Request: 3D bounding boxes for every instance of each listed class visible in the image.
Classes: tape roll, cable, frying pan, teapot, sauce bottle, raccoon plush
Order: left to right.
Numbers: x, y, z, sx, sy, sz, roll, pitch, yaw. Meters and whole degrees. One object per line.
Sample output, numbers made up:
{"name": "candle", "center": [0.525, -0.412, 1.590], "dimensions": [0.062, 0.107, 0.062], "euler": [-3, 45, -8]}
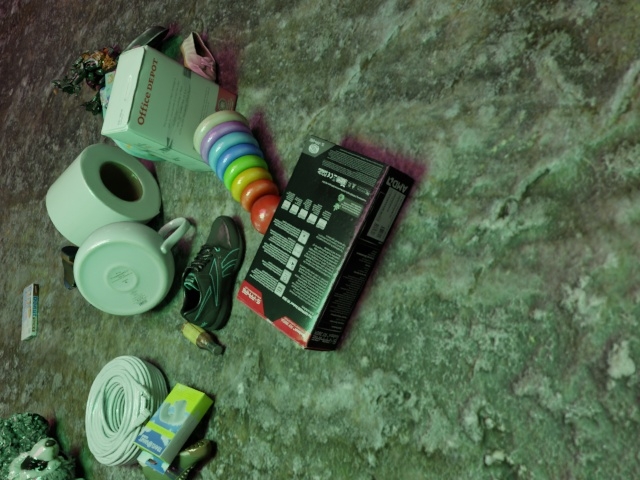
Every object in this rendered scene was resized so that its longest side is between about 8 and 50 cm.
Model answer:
{"name": "raccoon plush", "center": [-0.773, 0.676, 1.654], "dimensions": [0.299, 0.216, 0.447], "euler": [36, 131, 28]}
{"name": "tape roll", "center": [-0.573, -0.111, 1.629], "dimensions": [0.169, 0.246, 0.246], "euler": [-35, 56, 27]}
{"name": "cable", "center": [-0.472, 0.407, 1.479], "dimensions": [0.257, 0.089, 0.257], "euler": [-57, 45, 14]}
{"name": "frying pan", "center": [-0.557, -0.518, 1.762], "dimensions": [0.197, 0.053, 0.326], "euler": [-20, 26, 54]}
{"name": "teapot", "center": [-0.476, 0.047, 1.531], "dimensions": [0.187, 0.255, 0.253], "euler": [-102, 26, -62]}
{"name": "sauce bottle", "center": [-0.270, 0.225, 1.395], "dimensions": [0.128, 0.042, 0.042], "euler": [28, 95, 44]}

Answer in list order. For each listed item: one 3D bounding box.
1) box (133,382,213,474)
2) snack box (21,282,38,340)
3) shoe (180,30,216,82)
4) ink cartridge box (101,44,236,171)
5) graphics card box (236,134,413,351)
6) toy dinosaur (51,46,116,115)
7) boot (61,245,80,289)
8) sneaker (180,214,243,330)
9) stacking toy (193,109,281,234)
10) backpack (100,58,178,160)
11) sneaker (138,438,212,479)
{"name": "box", "center": [-0.325, 0.404, 1.332], "dimensions": [0.109, 0.042, 0.178], "euler": [5, 49, 43]}
{"name": "snack box", "center": [-0.947, 0.233, 1.998], "dimensions": [0.064, 0.022, 0.178], "euler": [-27, 60, 34]}
{"name": "shoe", "center": [-0.326, -0.487, 1.645], "dimensions": [0.058, 0.076, 0.219], "euler": [-49, 48, 25]}
{"name": "ink cartridge box", "center": [-0.356, -0.307, 1.473], "dimensions": [0.117, 0.283, 0.208], "euler": [2, 78, 41]}
{"name": "graphics card box", "center": [0.000, 0.000, 1.196], "dimensions": [0.232, 0.094, 0.371], "euler": [28, 97, 43]}
{"name": "toy dinosaur", "center": [-0.731, -0.544, 1.979], "dimensions": [0.218, 0.164, 0.322], "euler": [-58, 24, -10]}
{"name": "boot", "center": [-0.696, 0.109, 1.800], "dimensions": [0.219, 0.082, 0.106], "euler": [36, 122, 38]}
{"name": "sneaker", "center": [-0.247, 0.066, 1.384], "dimensions": [0.101, 0.106, 0.268], "euler": [-6, 72, 41]}
{"name": "stacking toy", "center": [-0.162, -0.138, 1.372], "dimensions": [0.141, 0.141, 0.330], "euler": [-45, 59, 21]}
{"name": "backpack", "center": [-0.452, -0.334, 1.610], "dimensions": [0.191, 0.225, 0.254], "euler": [-29, 69, 35]}
{"name": "sneaker", "center": [-0.307, 0.494, 1.336], "dimensions": [0.192, 0.064, 0.086], "euler": [-19, 89, 23]}
